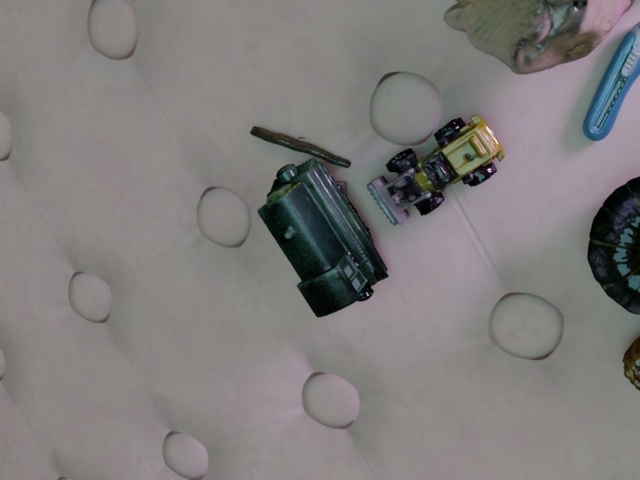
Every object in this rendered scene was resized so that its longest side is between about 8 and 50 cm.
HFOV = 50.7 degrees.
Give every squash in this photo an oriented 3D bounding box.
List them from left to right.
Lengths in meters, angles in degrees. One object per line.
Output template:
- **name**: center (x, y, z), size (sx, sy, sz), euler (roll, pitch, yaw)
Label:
- **squash**: center (0.586, 0.009, 1.139), size (0.252, 0.165, 0.252), euler (6, 106, 20)

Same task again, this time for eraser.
- **eraser**: center (0.014, -0.110, 1.433), size (0.083, 0.019, 0.038), euler (8, 110, 21)

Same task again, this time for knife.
- **knife**: center (0.517, -0.273, 1.156), size (0.064, 0.031, 0.221), euler (26, 115, 10)

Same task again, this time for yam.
- **yam**: center (-0.042, -0.200, 1.428), size (0.234, 0.029, 0.027), euler (21, 140, 15)

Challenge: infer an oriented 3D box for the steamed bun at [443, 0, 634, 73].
- **steamed bun**: center (0.369, -0.421, 1.089), size (0.280, 0.207, 0.267), euler (51, 132, 37)

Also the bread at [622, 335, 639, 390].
- **bread**: center (0.678, 0.234, 1.211), size (0.222, 0.096, 0.181), euler (36, 116, 11)

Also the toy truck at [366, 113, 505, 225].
- **toy truck**: center (0.210, -0.127, 1.292), size (0.286, 0.111, 0.136), euler (-33, 93, 31)

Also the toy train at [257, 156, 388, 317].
- **toy train**: center (0.000, 0.000, 1.372), size (0.139, 0.178, 0.330), euler (-27, 102, 33)
